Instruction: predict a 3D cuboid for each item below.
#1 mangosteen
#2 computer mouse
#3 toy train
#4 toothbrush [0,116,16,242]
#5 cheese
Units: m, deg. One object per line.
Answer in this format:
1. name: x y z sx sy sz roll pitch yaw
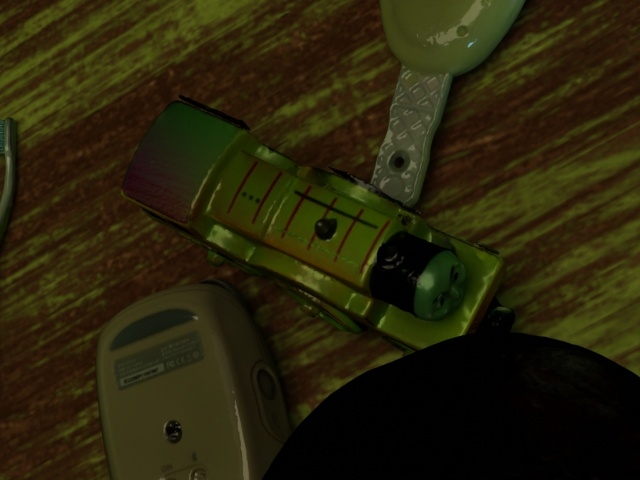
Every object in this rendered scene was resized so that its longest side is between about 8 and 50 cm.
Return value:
1. mangosteen: 0.145 0.257 1.080 0.435 0.382 0.382 12 82 1
2. computer mouse: -0.093 0.148 1.352 0.145 0.082 0.237 -24 67 19
3. toy train: 0.000 0.000 1.304 0.296 0.160 0.100 24 82 28
4. toothbrush: -0.273 0.023 1.502 0.026 0.022 0.263 -2 76 10
5. cheese: 0.089 -0.148 1.359 0.127 0.050 0.255 11 84 25
